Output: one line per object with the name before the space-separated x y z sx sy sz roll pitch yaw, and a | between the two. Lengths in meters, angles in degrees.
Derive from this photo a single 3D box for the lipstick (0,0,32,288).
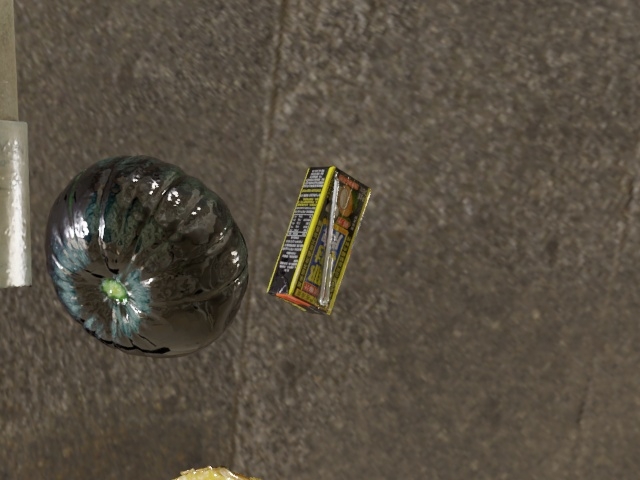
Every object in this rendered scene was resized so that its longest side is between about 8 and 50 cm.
lipstick | -0.276 -0.087 0.894 0.079 0.077 0.253 -5 95 -57

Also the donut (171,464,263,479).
donut | -0.032 0.202 0.545 0.078 0.146 0.181 14 88 -39

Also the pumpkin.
pumpkin | -0.160 0.016 1.065 0.202 0.140 0.202 12 124 18

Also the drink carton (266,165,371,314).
drink carton | 0.000 0.000 1.362 0.071 0.056 0.166 27 73 -35
